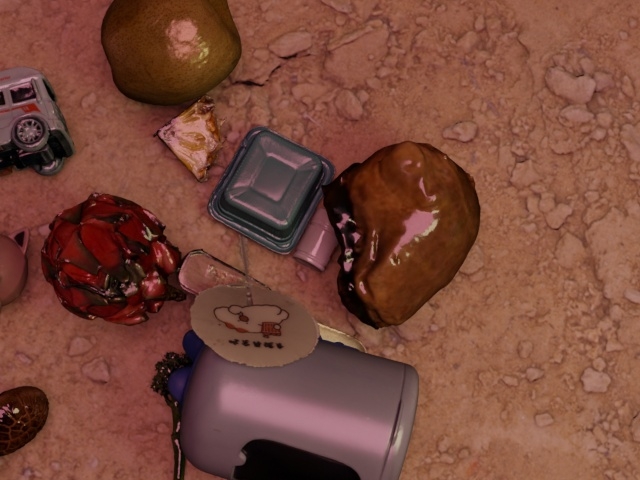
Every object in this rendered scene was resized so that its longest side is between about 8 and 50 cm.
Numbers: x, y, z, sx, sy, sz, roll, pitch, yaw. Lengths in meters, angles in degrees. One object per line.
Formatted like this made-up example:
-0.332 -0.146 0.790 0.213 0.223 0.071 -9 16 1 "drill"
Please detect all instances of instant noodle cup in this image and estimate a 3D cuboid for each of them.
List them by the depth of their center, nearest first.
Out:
-0.076 -0.087 1.837 0.157 0.070 0.179 28 75 1 "instant noodle cup"

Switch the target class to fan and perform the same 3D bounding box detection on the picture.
-0.104 0.081 1.733 0.190 0.329 0.009 5 124 -15 "fan"

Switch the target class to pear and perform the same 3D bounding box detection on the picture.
-0.235 -0.303 1.791 0.211 0.228 0.188 -26 122 14 "pear"

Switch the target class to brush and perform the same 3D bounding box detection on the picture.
-0.078 0.114 1.827 0.327 0.065 0.070 28 73 -10 "brush"

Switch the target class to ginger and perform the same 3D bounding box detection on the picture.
0.139 -0.017 1.781 0.223 0.200 0.269 -19 76 23 "ginger"

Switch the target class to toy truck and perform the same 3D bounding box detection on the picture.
-0.540 -0.165 1.784 0.305 0.136 0.162 -15 74 -4 "toy truck"

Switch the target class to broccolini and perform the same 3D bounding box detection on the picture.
-0.221 0.296 1.786 0.071 0.057 0.254 -9 76 37 "broccolini"

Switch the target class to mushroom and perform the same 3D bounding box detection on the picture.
-0.461 0.269 1.744 0.085 0.109 0.126 41 97 -3 "mushroom"

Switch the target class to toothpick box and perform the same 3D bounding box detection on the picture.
-0.049 0.241 1.720 0.354 0.263 0.263 15 81 0 "toothpick box"

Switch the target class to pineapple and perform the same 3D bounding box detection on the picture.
-0.204 -0.159 1.844 0.116 0.069 0.137 2 83 -5 "pineapple"

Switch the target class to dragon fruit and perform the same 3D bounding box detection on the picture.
-0.308 0.031 1.721 0.193 0.274 0.192 -25 113 -1 "dragon fruit"

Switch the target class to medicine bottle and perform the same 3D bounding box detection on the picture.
0.000 0.000 1.844 0.057 0.057 0.089 27 81 -1 "medicine bottle"

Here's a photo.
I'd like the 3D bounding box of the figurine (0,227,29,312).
-0.502 0.043 1.762 0.125 0.125 0.138 9 68 -4 "figurine"
